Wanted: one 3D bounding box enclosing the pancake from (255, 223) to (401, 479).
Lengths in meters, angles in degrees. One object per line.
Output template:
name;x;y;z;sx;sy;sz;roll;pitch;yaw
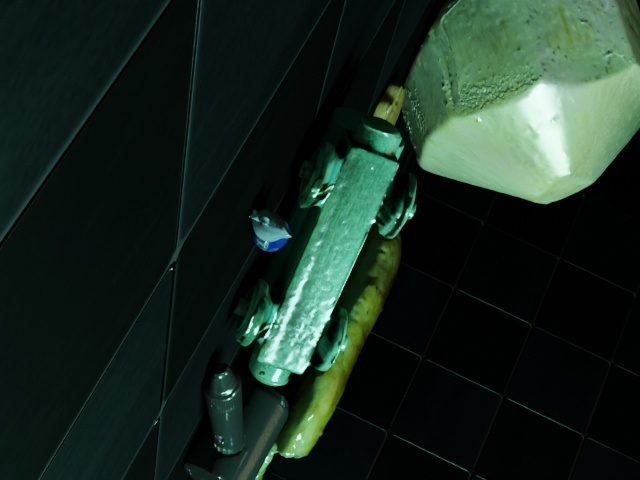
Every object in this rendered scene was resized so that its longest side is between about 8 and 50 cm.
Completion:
pancake;0.005;0.116;1.409;0.304;0.067;0.426;-59;-172;21

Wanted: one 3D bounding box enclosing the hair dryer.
hair dryer;-0.083;0.152;1.133;0.248;0.071;0.114;90;26;-60

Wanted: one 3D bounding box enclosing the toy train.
toy train;0.000;0.000;1.035;0.159;0.101;0.248;-98;-149;-69

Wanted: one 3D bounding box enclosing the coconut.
coconut;0.272;-0.209;1.608;0.352;0.353;0.352;-64;175;-9

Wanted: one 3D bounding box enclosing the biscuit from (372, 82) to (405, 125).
biscuit;0.065;-0.113;1.482;0.184;0.027;0.133;-66;174;21

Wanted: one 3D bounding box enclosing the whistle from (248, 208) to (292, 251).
whistle;-0.035;-0.006;0.889;0.029;0.033;0.083;-56;176;-6
